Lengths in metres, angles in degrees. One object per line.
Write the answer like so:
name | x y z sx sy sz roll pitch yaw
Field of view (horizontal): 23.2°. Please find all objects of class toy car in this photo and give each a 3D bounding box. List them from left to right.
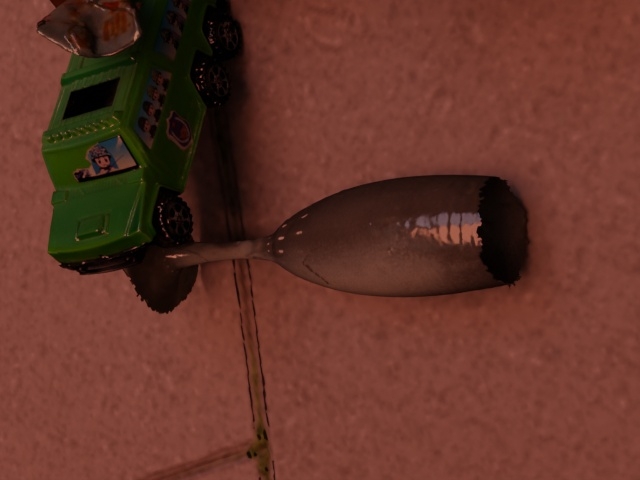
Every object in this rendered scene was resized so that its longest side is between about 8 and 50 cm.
toy car | -0.094 -0.061 0.774 0.071 0.062 0.165 -13 51 33

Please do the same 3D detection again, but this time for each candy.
candy | -0.123 -0.145 0.782 0.053 0.046 0.182 -39 36 14

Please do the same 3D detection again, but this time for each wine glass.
wine glass | 0.000 0.000 0.756 0.198 0.066 0.066 -5 91 32
